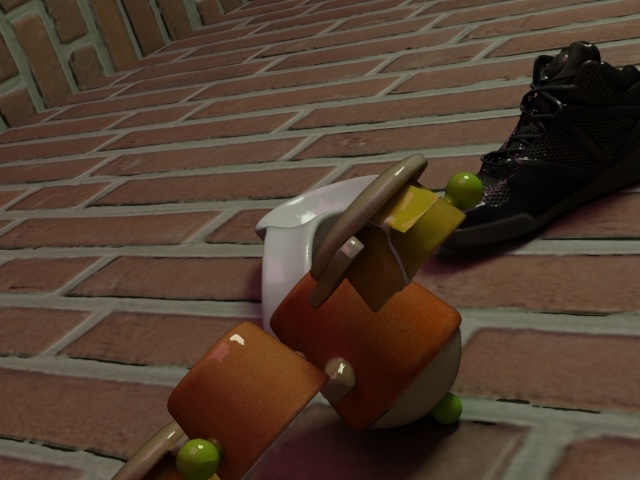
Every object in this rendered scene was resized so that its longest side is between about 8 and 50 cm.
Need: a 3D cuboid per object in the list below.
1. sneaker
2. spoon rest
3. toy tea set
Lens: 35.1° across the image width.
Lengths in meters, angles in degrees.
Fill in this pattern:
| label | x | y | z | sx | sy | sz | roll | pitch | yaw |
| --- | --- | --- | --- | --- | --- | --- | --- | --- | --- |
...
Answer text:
| label | x | y | z | sx | sy | sz | roll | pitch | yaw |
| --- | --- | --- | --- | --- | --- | --- | --- | --- | --- |
| sneaker | 0.173 | -0.082 | 0.822 | 0.227 | 0.130 | 0.087 | -25 | 20 | -9 |
| spoon rest | 0.000 | 0.000 | 0.829 | 0.137 | 0.084 | 0.276 | -14 | 23 | 14 |
| toy tea set | -0.019 | 0.115 | 0.536 | 0.336 | 0.124 | 0.200 | -46 | -6 | -16 |
